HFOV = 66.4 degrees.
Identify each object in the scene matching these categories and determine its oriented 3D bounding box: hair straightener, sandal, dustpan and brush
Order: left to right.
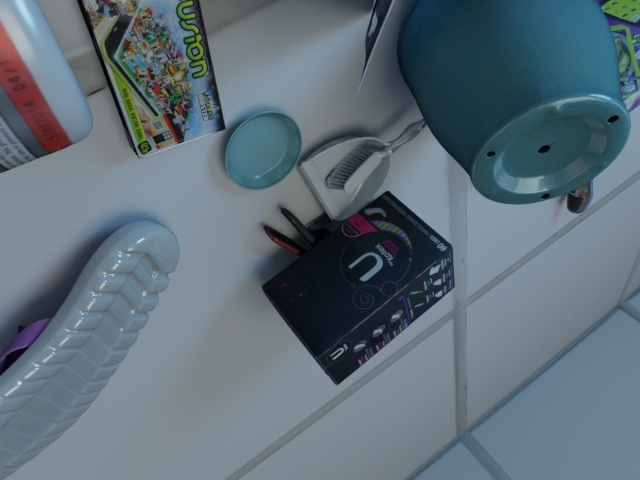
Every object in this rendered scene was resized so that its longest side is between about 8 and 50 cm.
[{"bbox_3d":[-0.344,0.140,0.646,0.416,0.102,0.169,-52,156,-10],"label":"sandal"},{"bbox_3d":[0.000,0.000,0.840,0.089,0.047,0.230,-47,140,5],"label":"hair straightener"},{"bbox_3d":[0.084,-0.132,0.782,0.211,0.060,0.147,-45,136,-11],"label":"dustpan and brush"}]

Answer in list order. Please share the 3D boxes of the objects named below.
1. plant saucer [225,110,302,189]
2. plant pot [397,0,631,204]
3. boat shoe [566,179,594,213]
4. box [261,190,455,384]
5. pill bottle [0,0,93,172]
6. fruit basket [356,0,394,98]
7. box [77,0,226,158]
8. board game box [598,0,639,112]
[{"bbox_3d":[-0.082,-0.127,0.682,0.119,0.021,0.119,-22,135,-24],"label":"plant saucer"},{"bbox_3d":[0.258,-0.199,0.643,0.271,0.255,0.272,-4,145,-3],"label":"plant pot"},{"bbox_3d":[0.661,-0.148,1.258,0.066,0.066,0.183,-18,124,-21],"label":"boat shoe"},{"bbox_3d":[0.069,0.077,0.813,0.270,0.165,0.143,-38,146,-9],"label":"box"},{"bbox_3d":[-0.370,-0.099,0.319,0.363,0.210,0.210,-29,138,-18],"label":"pill bottle"},{"bbox_3d":[0.117,-0.339,0.434,0.165,0.327,0.353,15,127,-2],"label":"fruit basket"},{"bbox_3d":[-0.178,-0.200,0.527,0.114,0.036,0.207,-26,137,-21],"label":"box"},{"bbox_3d":[0.514,-0.329,0.860,0.347,0.208,0.056,-35,139,-10],"label":"board game box"}]
